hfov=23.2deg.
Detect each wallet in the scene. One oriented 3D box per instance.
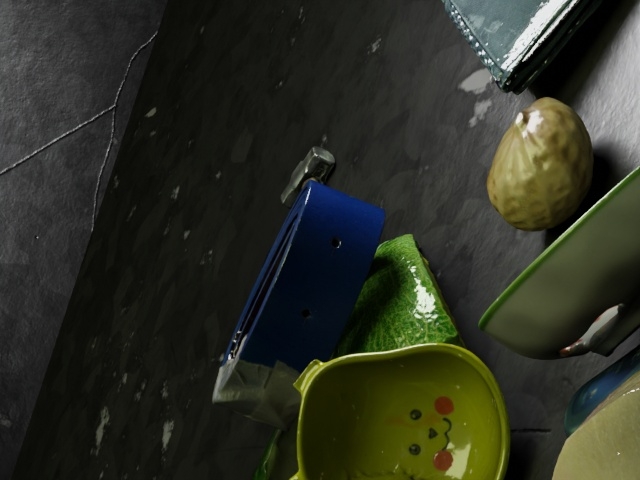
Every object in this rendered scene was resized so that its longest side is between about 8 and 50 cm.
[{"bbox_3d":[0.284,-0.344,2.081,0.237,0.075,0.342,-53,25,17],"label":"wallet"}]

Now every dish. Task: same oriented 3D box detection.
[{"bbox_3d":[0.102,0.231,1.828,0.262,0.108,0.221,0,85,19],"label":"dish"},{"bbox_3d":[0.316,0.023,1.535,0.324,0.124,0.324,-40,-11,-9],"label":"dish"}]

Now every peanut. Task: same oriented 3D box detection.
[{"bbox_3d":[0.263,-0.085,1.857,0.140,0.109,0.159,-86,15,-57],"label":"peanut"}]

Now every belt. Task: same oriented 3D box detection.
[{"bbox_3d":[-0.030,0.089,2.032,0.212,0.117,0.347,-81,15,-57],"label":"belt"}]

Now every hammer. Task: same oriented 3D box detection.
[{"bbox_3d":[0.000,0.000,2.422,0.111,0.043,0.365,-54,29,29],"label":"hammer"}]

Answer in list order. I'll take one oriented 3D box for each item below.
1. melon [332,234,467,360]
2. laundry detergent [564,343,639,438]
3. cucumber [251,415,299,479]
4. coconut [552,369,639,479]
[{"bbox_3d":[0.095,0.096,2.035,0.196,0.124,0.323,-48,31,24],"label":"melon"},{"bbox_3d":[0.358,0.099,1.475,0.290,0.094,0.143,-49,-11,30],"label":"laundry detergent"},{"bbox_3d":[-0.047,0.363,2.101,0.105,0.145,0.325,-35,35,40],"label":"cucumber"},{"bbox_3d":[0.320,0.211,1.281,0.259,0.259,0.259,-46,31,40],"label":"coconut"}]
